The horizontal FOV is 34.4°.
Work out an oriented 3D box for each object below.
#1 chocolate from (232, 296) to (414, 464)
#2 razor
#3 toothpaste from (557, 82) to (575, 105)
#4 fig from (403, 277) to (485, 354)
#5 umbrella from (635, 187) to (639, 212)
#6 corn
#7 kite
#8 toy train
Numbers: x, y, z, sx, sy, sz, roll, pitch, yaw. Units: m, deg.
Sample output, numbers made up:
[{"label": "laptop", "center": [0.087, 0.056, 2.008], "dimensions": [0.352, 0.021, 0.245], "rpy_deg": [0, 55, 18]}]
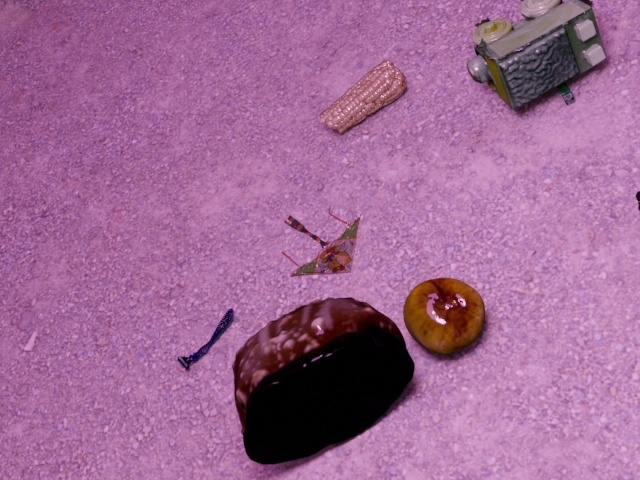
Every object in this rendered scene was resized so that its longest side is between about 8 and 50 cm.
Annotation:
[{"label": "chocolate", "center": [-0.015, 0.225, 1.856], "dimensions": [0.340, 0.225, 0.210], "rpy_deg": [-32, 37, 7]}, {"label": "razor", "center": [-0.229, 0.203, 2.131], "dimensions": [0.154, 0.028, 0.044], "rpy_deg": [-48, 41, -8]}, {"label": "toothpaste", "center": [0.491, -0.307, 2.090], "dimensions": [0.020, 0.017, 0.083], "rpy_deg": [-27, 46, 13]}, {"label": "fig", "center": [0.218, 0.133, 1.843], "dimensions": [0.153, 0.121, 0.136], "rpy_deg": [18, 62, 40]}, {"label": "umbrella", "center": [0.704, -0.114, 1.749], "dimensions": [0.340, 0.118, 0.118], "rpy_deg": [-21, 48, 14]}, {"label": "corn", "center": [0.097, -0.311, 2.300], "dimensions": [0.211, 0.087, 0.087], "rpy_deg": [-39, 45, 9]}, {"label": "kite", "center": [0.000, 0.000, 2.163], "dimensions": [0.198, 0.006, 0.244], "rpy_deg": [-43, 45, -4]}, {"label": "toy train", "center": [0.431, -0.388, 2.080], "dimensions": [0.271, 0.159, 0.188], "rpy_deg": [-29, 35, -1]}]
